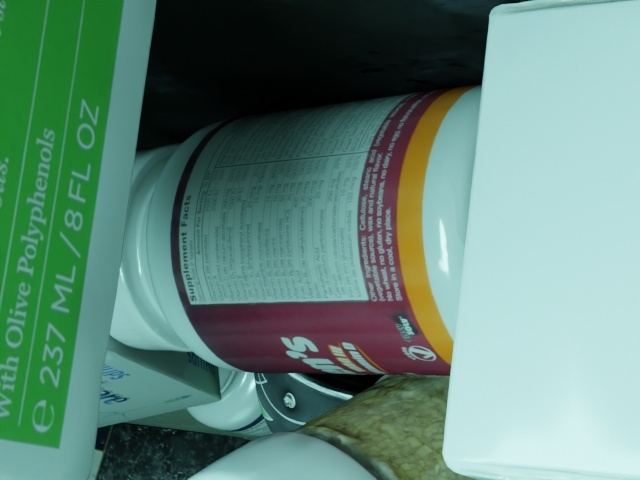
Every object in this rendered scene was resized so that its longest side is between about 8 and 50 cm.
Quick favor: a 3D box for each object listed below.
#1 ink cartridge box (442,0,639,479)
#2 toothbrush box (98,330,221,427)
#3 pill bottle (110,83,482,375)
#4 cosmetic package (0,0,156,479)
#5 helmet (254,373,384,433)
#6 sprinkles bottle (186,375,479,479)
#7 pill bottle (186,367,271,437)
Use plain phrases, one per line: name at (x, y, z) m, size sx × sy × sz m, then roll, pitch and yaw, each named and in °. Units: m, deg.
ink cartridge box at (0.174, 0.023, 0.513) m, size 0.168 × 0.171 × 0.233 m, roll -1°, pitch 165°, yaw 30°
toothbrush box at (-0.230, 0.054, 0.794) m, size 0.296 × 0.126 × 0.216 m, roll -13°, pitch 164°, yaw 10°
pill bottle at (0.000, 0.000, 0.616) m, size 0.221 × 0.121 × 0.121 m, roll -4°, pitch 164°, yaw 38°
cosmetic package at (-0.219, -0.056, 0.312) m, size 0.155 × 0.196 × 0.365 m, roll -2°, pitch 166°, yaw 34°
helmet at (0.036, 0.070, 0.816) m, size 0.169 × 0.161 × 0.169 m, roll 6°, pitch 167°, yaw 1°
sprinkles bottle at (0.089, 0.098, 0.661) m, size 0.121 × 0.121 × 0.355 m, roll -7°, pitch -168°, yaw 46°
pill bottle at (-0.055, 0.108, 1.148) m, size 0.112 × 0.112 × 0.187 m, roll -4°, pitch 163°, yaw 39°
